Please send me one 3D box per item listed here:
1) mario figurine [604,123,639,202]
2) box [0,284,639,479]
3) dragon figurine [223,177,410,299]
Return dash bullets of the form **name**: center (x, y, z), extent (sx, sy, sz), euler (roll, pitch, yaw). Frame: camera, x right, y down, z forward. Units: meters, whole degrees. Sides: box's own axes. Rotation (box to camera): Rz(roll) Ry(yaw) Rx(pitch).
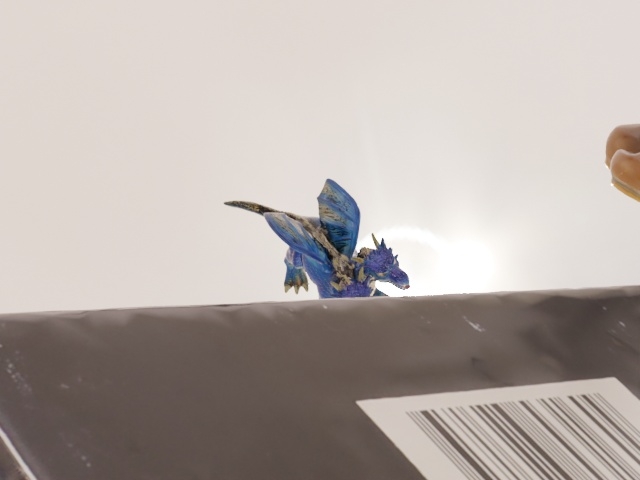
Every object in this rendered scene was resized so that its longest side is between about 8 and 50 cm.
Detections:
- **mario figurine**: center (0.266, -0.178, 1.202), extent (0.170, 0.198, 0.320), euler (20, -76, -35)
- **box**: center (0.008, 0.179, 0.540), extent (0.296, 0.183, 0.294), euler (0, -57, -40)
- **dragon figurine**: center (0.000, 0.000, 1.851), extent (0.085, 0.289, 0.144), euler (-29, -39, -13)
